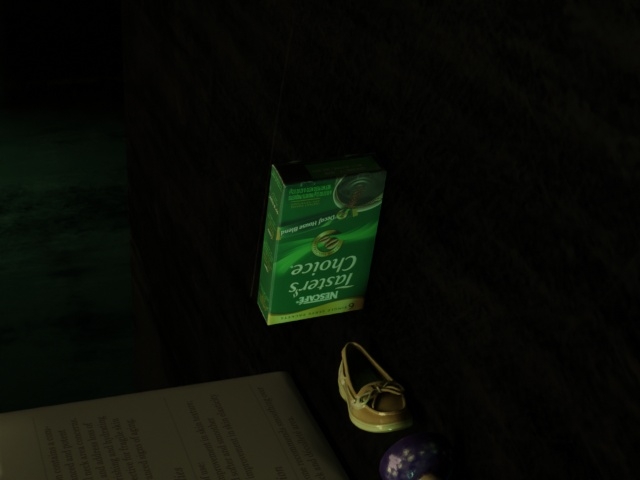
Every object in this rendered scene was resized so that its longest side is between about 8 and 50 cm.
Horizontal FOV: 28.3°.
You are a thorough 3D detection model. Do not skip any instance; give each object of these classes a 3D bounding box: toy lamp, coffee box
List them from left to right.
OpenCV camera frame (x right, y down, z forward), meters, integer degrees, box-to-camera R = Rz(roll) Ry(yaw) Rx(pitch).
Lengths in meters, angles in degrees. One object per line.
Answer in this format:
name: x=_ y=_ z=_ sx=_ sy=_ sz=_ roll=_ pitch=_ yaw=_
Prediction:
coffee box: x=0.000 y=0.000 z=1.275 sx=0.040 sy=0.113 sz=0.184 roll=-119 pitch=29 yaw=-44
toy lamp: x=0.126 y=0.274 z=1.037 sx=0.275 sy=0.080 sz=0.080 roll=-116 pitch=26 yaw=-48

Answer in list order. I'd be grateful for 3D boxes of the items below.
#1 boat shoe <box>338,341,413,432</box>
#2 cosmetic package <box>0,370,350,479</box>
boat shoe: x=0.051 y=0.147 z=1.263 sx=0.153 sy=0.056 sz=0.048 roll=-128 pitch=30 yaw=-71
cosmetic package: x=-0.178 y=0.395 z=1.514 sx=0.329 sy=0.393 sz=0.327 roll=-125 pitch=33 yaw=-58
